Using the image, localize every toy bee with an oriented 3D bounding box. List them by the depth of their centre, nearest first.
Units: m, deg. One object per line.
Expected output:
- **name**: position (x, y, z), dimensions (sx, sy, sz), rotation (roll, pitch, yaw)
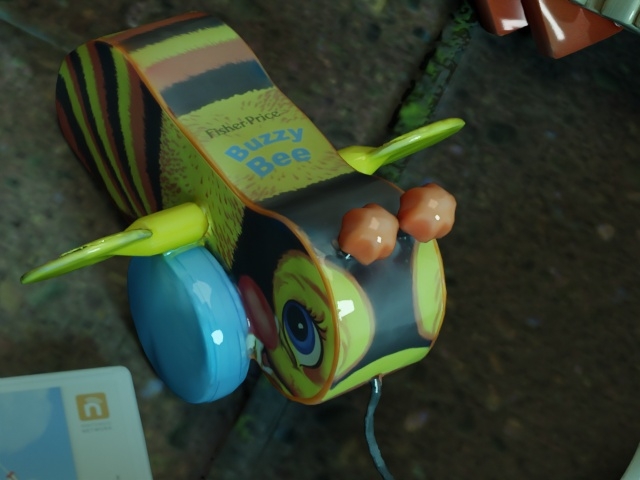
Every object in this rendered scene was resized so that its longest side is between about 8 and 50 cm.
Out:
- **toy bee**: position (0.000, 0.000, 0.688), dimensions (0.298, 0.162, 0.195), rotation (39, 53, 10)

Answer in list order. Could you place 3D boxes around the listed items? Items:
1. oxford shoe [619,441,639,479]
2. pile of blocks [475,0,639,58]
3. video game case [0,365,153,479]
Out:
- **oxford shoe**: position (0.222, 0.083, 0.711), dimensions (0.130, 0.169, 0.449), rotation (32, 52, 33)
- **pile of blocks**: position (0.162, -0.134, 0.876), dimensions (0.362, 0.149, 0.113), rotation (26, 97, 12)
- **video game case**: position (-0.156, 0.144, 0.629), dimensions (0.212, 0.023, 0.193), rotation (-5, 59, -19)
